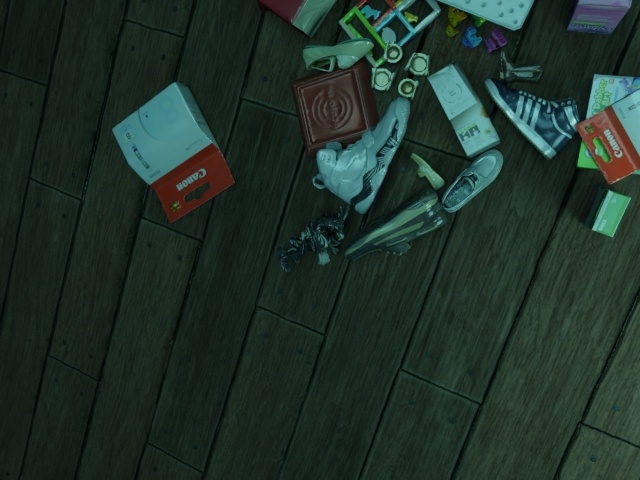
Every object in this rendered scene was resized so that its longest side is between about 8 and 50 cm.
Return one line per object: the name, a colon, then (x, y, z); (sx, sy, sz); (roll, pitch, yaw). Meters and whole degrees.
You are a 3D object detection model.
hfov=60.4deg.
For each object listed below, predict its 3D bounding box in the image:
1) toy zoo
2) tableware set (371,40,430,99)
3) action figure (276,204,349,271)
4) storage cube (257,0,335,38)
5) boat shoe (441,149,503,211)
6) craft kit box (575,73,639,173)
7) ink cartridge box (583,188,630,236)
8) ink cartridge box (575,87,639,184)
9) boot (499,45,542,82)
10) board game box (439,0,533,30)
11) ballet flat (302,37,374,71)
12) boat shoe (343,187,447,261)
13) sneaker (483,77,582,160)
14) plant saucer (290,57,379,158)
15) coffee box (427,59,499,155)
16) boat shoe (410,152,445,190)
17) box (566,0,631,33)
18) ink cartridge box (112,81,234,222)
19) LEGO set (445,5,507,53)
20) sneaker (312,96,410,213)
toy zoo: (0.222, -0.681, 1.636); (0.293, 0.030, 0.192); (-39, 82, 18)
tableware set: (0.238, -0.503, 1.636); (0.168, 0.020, 0.141); (21, 109, 3)
action figure: (0.000, 0.000, 1.711); (0.275, 0.164, 0.141); (-33, 89, 33)
storage cube: (-0.077, -0.755, 1.652); (0.193, 0.183, 0.215); (38, 105, 10)
boat shoe: (0.437, -0.168, 1.585); (0.079, 0.081, 0.227); (45, 107, 10)
craft kit box: (0.829, -0.302, 1.454); (0.246, 0.061, 0.250); (10, 98, 21)
ink cartridge box: (0.742, -0.073, 1.421); (0.062, 0.209, 0.109); (24, 103, 18)
ink cartridge box: (0.810, -0.278, 1.396); (0.232, 0.066, 0.189); (-30, 89, 11)
boot: (0.561, -0.495, 1.534); (0.114, 0.037, 0.107); (4, 110, 22)
board game box: (0.426, -0.807, 1.438); (0.389, 0.050, 0.390); (25, 106, 8)
ballet flat: (0.051, -0.554, 1.665); (0.248, 0.086, 0.086); (7, 98, 37)
boat shoe: (0.220, -0.013, 1.640); (0.355, 0.132, 0.130); (-33, 102, 34)
sneaker: (0.588, -0.372, 1.502); (0.153, 0.099, 0.282); (-43, 88, 23)
plant saucer: (0.041, -0.411, 1.717); (0.258, 0.047, 0.259); (-12, 91, 20)
coffee box: (0.406, -0.365, 1.545); (0.098, 0.141, 0.247); (-27, 87, 20)
boat shoe: (0.312, -0.205, 1.641); (0.045, 0.050, 0.135); (-45, 80, 12)
box: (0.705, -0.655, 1.360); (0.117, 0.243, 0.214); (12, 100, 18)
ink cartridge box: (-0.511, -0.296, 1.895); (0.308, 0.091, 0.385); (-29, 85, 19)
LEGO set: (0.412, -0.606, 1.558); (0.087, 0.093, 0.227); (-29, 79, -12)
sneaker: (0.114, -0.273, 1.623); (0.210, 0.137, 0.366); (25, 116, 5)
